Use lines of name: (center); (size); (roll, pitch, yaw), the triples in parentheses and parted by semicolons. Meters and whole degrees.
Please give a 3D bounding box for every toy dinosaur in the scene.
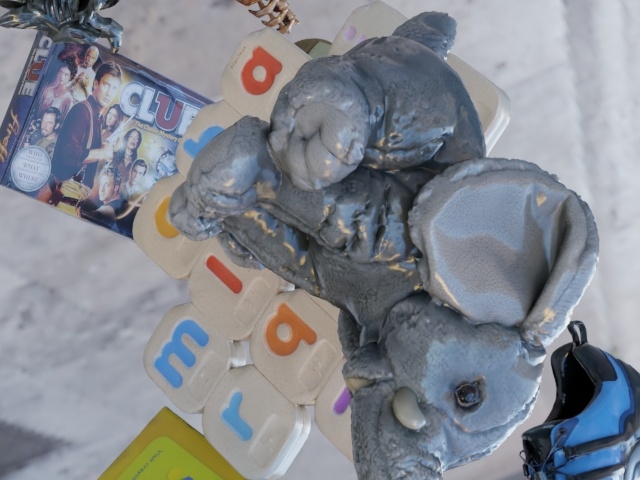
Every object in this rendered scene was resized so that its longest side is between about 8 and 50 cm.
toy dinosaur: (-0.167, -0.266, 1.585); (0.164, 0.322, 0.218); (-40, 179, -44)

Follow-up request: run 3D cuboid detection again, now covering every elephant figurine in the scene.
elephant figurine: (0.053, 0.029, 0.935); (0.186, 0.239, 0.169); (-41, 174, 11)

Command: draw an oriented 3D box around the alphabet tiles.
alphabet tiles: (0.000, 0.000, 1.187); (0.021, 0.278, 0.284); (18, 108, -50)

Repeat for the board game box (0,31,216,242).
board game box: (-0.202, -0.094, 1.912); (0.243, 0.165, 0.042); (24, 174, -42)

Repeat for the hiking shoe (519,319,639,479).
hiking shoe: (0.215, 0.224, 1.692); (0.113, 0.132, 0.304); (-37, -158, 48)

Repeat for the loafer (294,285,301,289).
loafer: (0.019, 0.088, 1.868); (0.078, 0.220, 0.080); (-39, 168, -29)

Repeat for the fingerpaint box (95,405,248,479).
fingerpaint box: (-0.156, 0.428, 1.753); (0.445, 0.371, 0.163); (-47, 133, -13)

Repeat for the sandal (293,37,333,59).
sandal: (-0.035, -0.133, 2.019); (0.072, 0.180, 0.049); (26, 165, -10)
